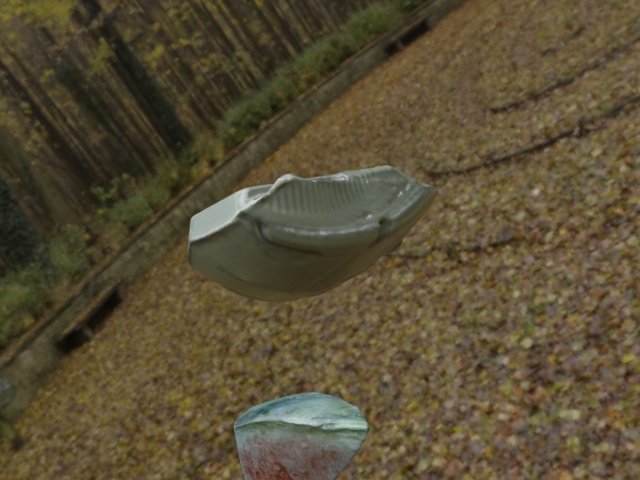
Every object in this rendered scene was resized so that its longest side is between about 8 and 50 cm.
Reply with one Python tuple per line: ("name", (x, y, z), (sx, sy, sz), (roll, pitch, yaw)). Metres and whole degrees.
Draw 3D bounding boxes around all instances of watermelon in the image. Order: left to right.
("watermelon", (-0.025, 0.173, 0.667), (0.081, 0.094, 0.180), (-12, -20, -32))

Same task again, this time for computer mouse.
("computer mouse", (0.003, 0.003, 1.143), (0.429, 0.145, 0.228), (-11, -21, -41))
